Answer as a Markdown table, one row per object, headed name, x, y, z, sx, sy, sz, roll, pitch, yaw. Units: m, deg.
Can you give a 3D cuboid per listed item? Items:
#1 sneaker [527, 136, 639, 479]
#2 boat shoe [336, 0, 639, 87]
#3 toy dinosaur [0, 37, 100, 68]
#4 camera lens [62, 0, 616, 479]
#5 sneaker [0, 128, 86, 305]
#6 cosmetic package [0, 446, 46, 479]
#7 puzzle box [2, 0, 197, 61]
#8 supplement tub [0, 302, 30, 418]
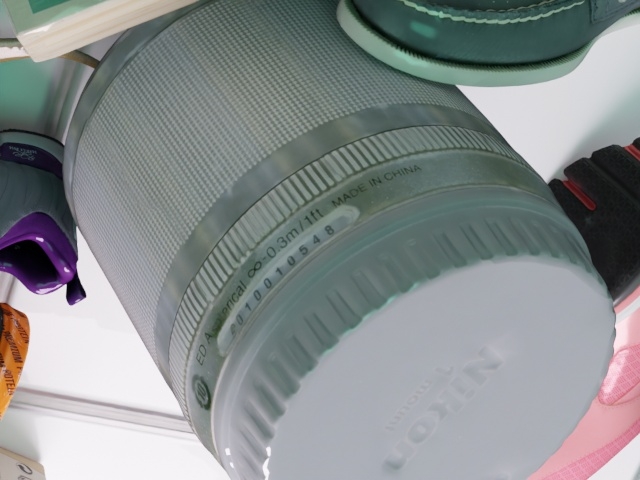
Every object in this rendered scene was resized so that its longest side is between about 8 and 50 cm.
| name | x | y | z | sx | sy | sz | roll | pitch | yaw |
| --- | --- | --- | --- | --- | --- | --- | --- | --- | --- |
| sneaker | 0.186 | 0.061 | 1.060 | 0.136 | 0.116 | 0.314 | 18 | 117 | -34 |
| boat shoe | 0.145 | -0.167 | 0.866 | 0.319 | 0.116 | 0.099 | -17 | 142 | -34 |
| toy dinosaur | -0.215 | -0.102 | 0.888 | 0.211 | 0.064 | 0.112 | -17 | 149 | 0 |
| camera lens | 0.000 | 0.000 | 0.851 | 0.219 | 0.274 | 0.219 | -18 | 135 | -19 |
| sneaker | -0.222 | -0.020 | 0.856 | 0.223 | 0.098 | 0.083 | 7 | 144 | -38 |
| cosmetic package | -0.331 | 0.167 | 0.952 | 0.309 | 0.113 | 0.160 | 29 | 105 | -26 |
| puzzle box | -0.002 | -0.284 | 0.763 | 0.409 | 0.052 | 0.272 | -21 | 83 | -3 |
| supplement tub | -0.271 | 0.048 | 0.905 | 0.190 | 0.117 | 0.117 | 26 | 107 | -25 |
